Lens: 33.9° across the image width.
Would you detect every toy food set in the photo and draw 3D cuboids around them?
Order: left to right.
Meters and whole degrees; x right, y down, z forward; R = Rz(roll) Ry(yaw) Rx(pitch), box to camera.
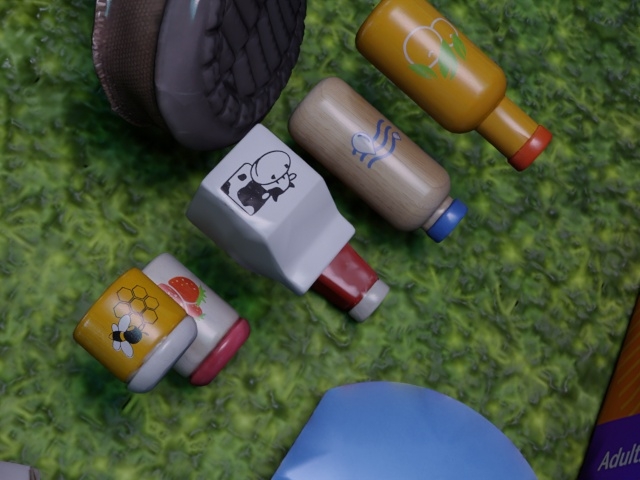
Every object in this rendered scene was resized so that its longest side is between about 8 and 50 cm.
[{"bbox_3d":[0.000,0.000,0.491,0.104,0.111,0.232,41,63,0],"label":"toy food set"}]

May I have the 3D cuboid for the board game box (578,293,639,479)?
[{"bbox_3d":[0.397,0.028,0.470,0.356,0.356,0.356,29,65,-6],"label":"board game box"}]

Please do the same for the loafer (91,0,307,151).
[{"bbox_3d":[-0.080,-0.204,0.545,0.130,0.134,0.366,-4,61,9],"label":"loafer"}]

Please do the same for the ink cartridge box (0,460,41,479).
[{"bbox_3d":[-0.291,0.145,0.341,0.370,0.069,0.176,10,92,-18],"label":"ink cartridge box"}]

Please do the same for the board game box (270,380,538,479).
[{"bbox_3d":[0.030,0.151,0.496,0.133,0.033,0.169,33,61,1],"label":"board game box"}]
